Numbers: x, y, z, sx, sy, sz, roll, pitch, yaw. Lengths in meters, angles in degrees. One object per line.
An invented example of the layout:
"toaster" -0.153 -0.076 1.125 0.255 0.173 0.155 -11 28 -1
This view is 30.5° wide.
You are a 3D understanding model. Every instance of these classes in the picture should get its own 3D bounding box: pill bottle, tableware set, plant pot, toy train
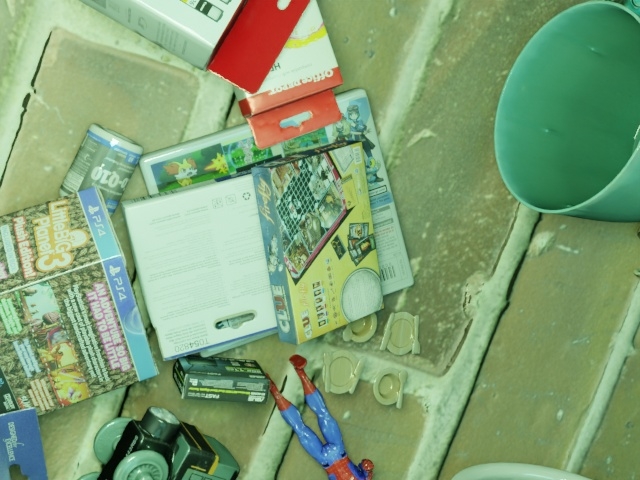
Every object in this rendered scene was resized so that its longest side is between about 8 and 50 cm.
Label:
"pill bottle" -0.295 -0.077 1.539 0.078 0.078 0.137 25 95 -20
"tableware set" 0.077 0.164 1.704 0.169 0.020 0.141 16 85 -33
"plant pot" 0.426 -0.155 1.628 0.235 0.293 0.293 14 99 -34
"toy train" -0.255 0.393 1.633 0.190 0.142 0.334 25 96 -32

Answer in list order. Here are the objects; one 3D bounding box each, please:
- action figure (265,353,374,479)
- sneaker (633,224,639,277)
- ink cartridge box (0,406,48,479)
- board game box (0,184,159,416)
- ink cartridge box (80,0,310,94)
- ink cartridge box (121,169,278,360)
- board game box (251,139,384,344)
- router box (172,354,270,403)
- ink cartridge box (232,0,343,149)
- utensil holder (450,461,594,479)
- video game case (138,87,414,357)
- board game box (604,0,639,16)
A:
"action figure" 0.017 0.313 1.693 0.091 0.139 0.280 -32 111 -6
"sneaker" 0.524 -0.024 1.791 0.071 0.066 0.188 -1 102 -15
"ink cartridge box" -0.505 0.355 1.513 0.307 0.072 0.303 -8 136 -12
"board game box" -0.378 0.097 1.475 0.291 0.141 0.232 -18 136 -11
"ink cartridge box" -0.117 -0.379 1.429 0.272 0.130 0.309 29 80 -6
"ink cartridge box" -0.137 0.028 1.588 0.223 0.045 0.224 -14 106 -12
"board game box" 0.000 0.000 1.586 0.165 0.042 0.243 -19 108 -37
"router box" -0.140 0.193 1.639 0.122 0.092 0.038 6 101 -17
"ink cartridge box" -0.058 -0.249 1.547 0.134 0.078 0.231 -21 97 -10
"utensil holder" 0.310 0.573 1.737 0.328 0.327 0.385 7 103 -17
"video game case" -0.055 -0.025 1.643 0.329 0.036 0.300 -18 107 -10
"board game box" 0.507 -0.360 1.729 0.186 0.026 0.126 -13 106 -13
